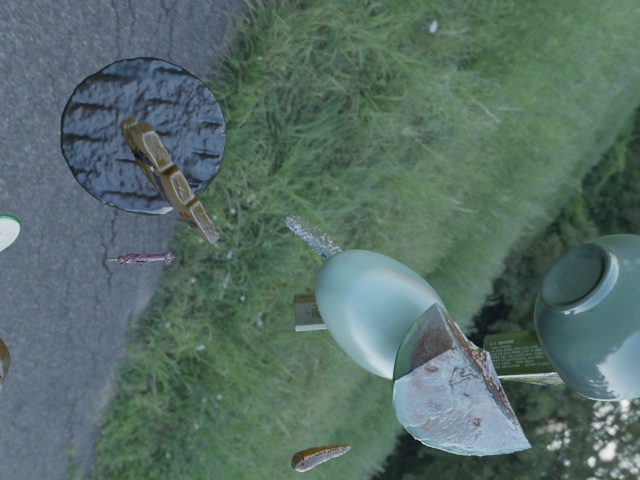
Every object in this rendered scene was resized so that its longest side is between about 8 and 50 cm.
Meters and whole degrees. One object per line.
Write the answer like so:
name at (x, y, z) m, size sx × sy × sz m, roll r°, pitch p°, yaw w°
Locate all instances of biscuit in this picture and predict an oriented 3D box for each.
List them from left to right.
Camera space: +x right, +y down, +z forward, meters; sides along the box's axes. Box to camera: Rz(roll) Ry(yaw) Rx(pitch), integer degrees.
biscuit at (-0.445, -0.264, 1.367) m, size 0.407 × 0.407 × 0.091 m, roll -38°, pitch -179°, yaw -11°
biscuit at (-0.308, -0.114, 1.079) m, size 0.043 × 0.301 × 0.278 m, roll -37°, pitch -179°, yaw -18°
biscuit at (-0.001, 0.001, 1.647) m, size 0.038 × 0.289 × 0.141 m, roll -44°, pitch -163°, yaw 17°

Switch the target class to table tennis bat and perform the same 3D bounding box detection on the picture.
table tennis bat at (-0.750, 0.007, 1.102) m, size 0.160 × 0.039 × 0.257 m, roll -45°, pitch 167°, yaw 31°

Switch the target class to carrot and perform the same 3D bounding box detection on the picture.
carrot at (0.009, 0.539, 1.340) m, size 0.216 × 0.048 × 0.048 m, roll 6°, pitch 125°, yaw -46°

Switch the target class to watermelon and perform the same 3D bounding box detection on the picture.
watermelon at (0.250, 0.270, 0.954) m, size 0.305 × 0.180 × 0.224 m, roll 48°, pitch 68°, yaw -25°

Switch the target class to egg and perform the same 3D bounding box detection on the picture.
egg at (0.133, 0.158, 1.129) m, size 0.230 × 0.230 × 0.371 m, roll -47°, pitch 119°, yaw 6°

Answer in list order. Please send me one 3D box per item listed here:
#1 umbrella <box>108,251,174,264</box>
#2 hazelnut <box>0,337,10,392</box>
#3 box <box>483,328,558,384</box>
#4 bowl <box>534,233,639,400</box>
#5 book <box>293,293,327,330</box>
umbrella at (-0.452, 0.045, 1.341) m, size 0.165 × 0.027 × 0.025 m, roll -4°, pitch 180°, yaw -2°
hazelnut at (-0.699, 0.252, 1.021) m, size 0.182 × 0.182 × 0.182 m, roll -31°, pitch 149°, yaw -21°
box at (0.750, 0.337, 1.525) m, size 0.372 × 0.138 × 0.420 m, roll 14°, pitch 158°, yaw -30°
bowl at (0.454, 0.094, 0.859) m, size 0.289 × 0.146 × 0.289 m, roll -48°, pitch -165°, yaw 18°
book at (0.031, 0.186, 1.446) m, size 0.207 × 0.295 × 0.020 m, roll -3°, pitch 99°, yaw -3°
